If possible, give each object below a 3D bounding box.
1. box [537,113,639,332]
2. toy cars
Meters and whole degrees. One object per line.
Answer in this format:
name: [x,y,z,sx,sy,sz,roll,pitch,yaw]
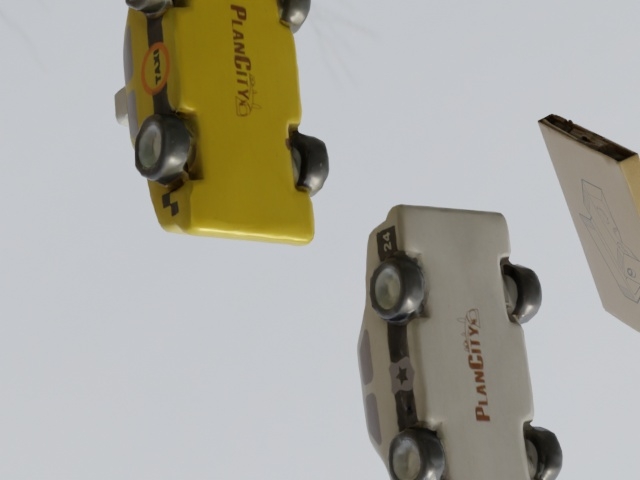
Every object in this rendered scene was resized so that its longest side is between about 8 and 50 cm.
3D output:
box: [0.261,-0.004,1.585,0.021,0.201,0.164,-26,-158,-10]
toy cars: [0.000,0.000,0.987,0.087,0.393,0.176,-25,-163,50]
